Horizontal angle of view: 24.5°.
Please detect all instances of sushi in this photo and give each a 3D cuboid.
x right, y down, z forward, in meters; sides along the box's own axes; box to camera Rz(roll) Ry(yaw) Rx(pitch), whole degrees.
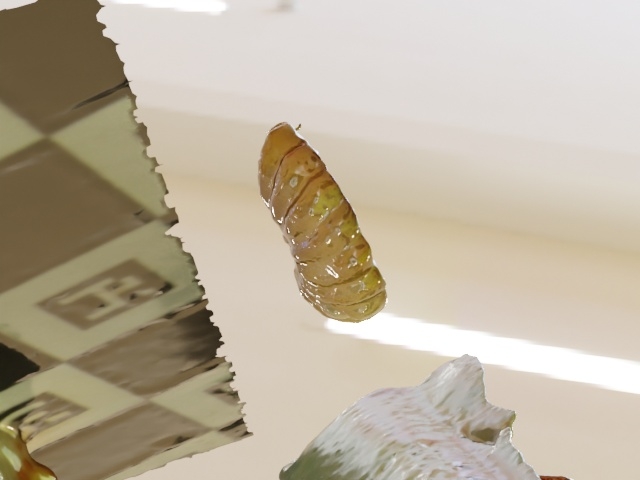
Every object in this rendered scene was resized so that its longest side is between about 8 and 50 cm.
[{"bbox_3d":[-0.174,0.093,0.418,0.320,0.339,0.069,-19,-113,-5],"label":"sushi"}]

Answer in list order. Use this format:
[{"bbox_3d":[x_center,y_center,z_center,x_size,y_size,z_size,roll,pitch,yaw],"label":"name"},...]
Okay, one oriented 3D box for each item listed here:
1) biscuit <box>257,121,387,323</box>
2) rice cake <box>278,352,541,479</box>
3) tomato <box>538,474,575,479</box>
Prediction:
[{"bbox_3d":[0.000,0.000,1.150,0.061,0.183,0.118,-28,-147,-7],"label":"biscuit"},{"bbox_3d":[0.042,0.075,0.314,0.081,0.051,0.290,-44,-171,-4],"label":"rice cake"},{"bbox_3d":[0.207,0.323,1.276,0.233,0.139,0.200,31,-112,15],"label":"tomato"}]
